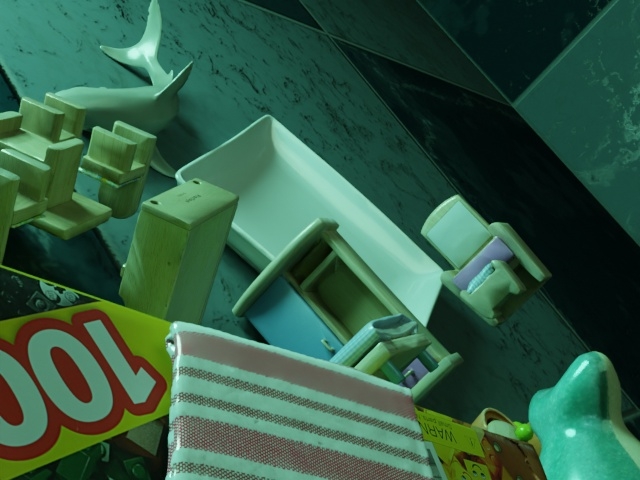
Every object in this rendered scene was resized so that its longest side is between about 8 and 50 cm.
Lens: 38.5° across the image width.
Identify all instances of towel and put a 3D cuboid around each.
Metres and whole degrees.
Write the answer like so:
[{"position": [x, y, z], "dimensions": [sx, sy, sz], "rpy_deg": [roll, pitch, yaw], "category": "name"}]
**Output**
[{"position": [-0.006, 0.127, 0.410], "dimensions": [0.144, 0.029, 0.197], "rpy_deg": [21, 35, -24], "category": "towel"}]

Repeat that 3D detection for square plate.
[{"position": [0.000, 0.000, 1.158], "dimensions": [0.344, 0.049, 0.347], "rpy_deg": [42, 24, -1], "category": "square plate"}]

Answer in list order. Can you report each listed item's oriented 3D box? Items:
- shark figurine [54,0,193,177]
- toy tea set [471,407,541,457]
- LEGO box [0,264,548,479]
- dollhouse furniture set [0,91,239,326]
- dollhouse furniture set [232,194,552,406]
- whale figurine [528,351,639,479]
[{"position": [-0.194, -0.189, 1.099], "dimensions": [0.166, 0.116, 0.278], "rpy_deg": [37, 26, -16], "category": "shark figurine"}, {"position": [0.313, 0.272, 1.093], "dimensions": [0.336, 0.124, 0.200], "rpy_deg": [16, 35, -46], "category": "toy tea set"}, {"position": [-0.057, 0.249, 0.433], "dimensions": [0.500, 0.193, 0.373], "rpy_deg": [24, 37, -36], "category": "LEGO box"}, {"position": [-0.215, -0.001, 0.777], "dimensions": [0.242, 0.161, 0.212], "rpy_deg": [23, 21, 11], "category": "dollhouse furniture set"}, {"position": [0.009, 0.059, 0.784], "dimensions": [0.198, 0.286, 0.303], "rpy_deg": [47, 15, 16], "category": "dollhouse furniture set"}, {"position": [0.197, 0.221, 0.672], "dimensions": [0.141, 0.216, 0.272], "rpy_deg": [0, 59, -19], "category": "whale figurine"}]
